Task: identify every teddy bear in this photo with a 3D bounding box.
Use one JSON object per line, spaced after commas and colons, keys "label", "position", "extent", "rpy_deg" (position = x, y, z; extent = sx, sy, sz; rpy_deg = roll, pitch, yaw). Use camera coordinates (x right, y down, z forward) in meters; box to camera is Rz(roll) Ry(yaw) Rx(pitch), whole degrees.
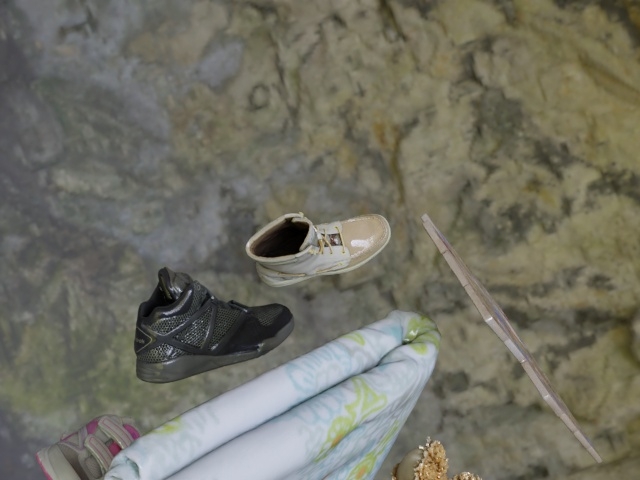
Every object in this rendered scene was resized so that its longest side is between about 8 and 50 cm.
{"label": "teddy bear", "position": [0.159, 0.405, 1.373], "extent": [0.245, 0.113, 0.338], "rpy_deg": [-53, 135, -59]}

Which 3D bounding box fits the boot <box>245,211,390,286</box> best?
{"label": "boot", "position": [0.000, 0.000, 1.586], "extent": [0.165, 0.213, 0.077], "rpy_deg": [71, 0, -74]}

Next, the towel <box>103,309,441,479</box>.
{"label": "towel", "position": [-0.064, 0.238, 0.926], "extent": [0.090, 0.374, 0.321], "rpy_deg": [42, -54, 22]}

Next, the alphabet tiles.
{"label": "alphabet tiles", "position": [0.163, 0.080, 0.958], "extent": [0.237, 0.009, 0.198], "rpy_deg": [46, 12, -48]}

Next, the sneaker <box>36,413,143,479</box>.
{"label": "sneaker", "position": [-0.304, 0.291, 1.475], "extent": [0.103, 0.111, 0.252], "rpy_deg": [61, 2, -8]}

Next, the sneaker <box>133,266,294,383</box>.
{"label": "sneaker", "position": [-0.132, 0.090, 1.368], "extent": [0.087, 0.227, 0.130], "rpy_deg": [16, -66, 55]}
